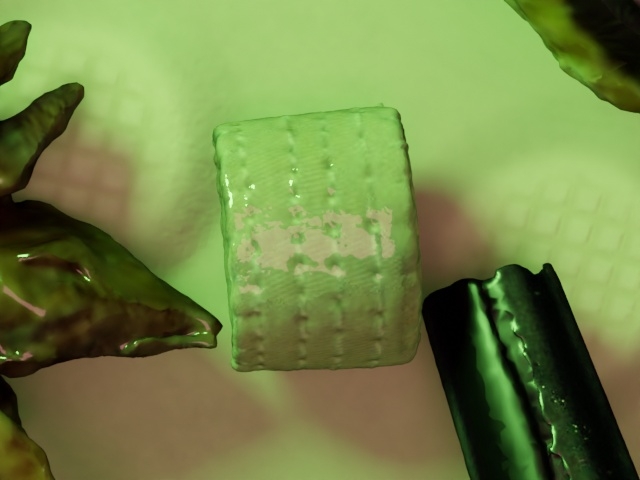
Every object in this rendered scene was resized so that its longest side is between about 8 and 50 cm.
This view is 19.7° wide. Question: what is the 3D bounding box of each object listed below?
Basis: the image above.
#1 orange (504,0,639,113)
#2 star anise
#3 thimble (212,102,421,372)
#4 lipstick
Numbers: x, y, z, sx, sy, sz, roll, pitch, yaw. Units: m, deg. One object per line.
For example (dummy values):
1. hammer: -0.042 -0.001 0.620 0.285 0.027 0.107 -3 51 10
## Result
1. orange: 0.154 -0.236 0.732 0.271 0.210 0.369 -15 99 -3
2. star anise: -0.199 0.014 0.804 0.292 0.109 0.349 -9 100 6
3. thimble: 0.000 0.000 0.819 0.090 0.102 0.115 -5 129 -3
4. lipstick: 0.137 0.209 0.792 0.077 0.077 0.418 -18 73 -1
